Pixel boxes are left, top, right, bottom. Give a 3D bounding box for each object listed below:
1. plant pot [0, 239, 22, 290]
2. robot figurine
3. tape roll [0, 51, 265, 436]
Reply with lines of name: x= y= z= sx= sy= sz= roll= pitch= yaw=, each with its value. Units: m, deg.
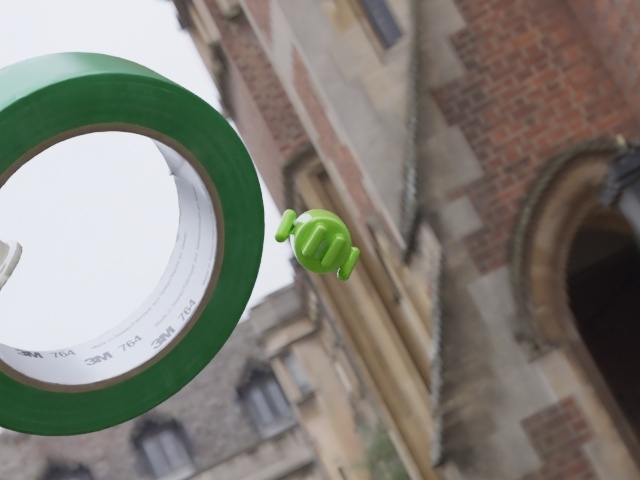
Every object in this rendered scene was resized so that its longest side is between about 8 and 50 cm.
plant pot: x=-0.594 y=0.021 z=1.765 sx=0.334 sy=0.305 sz=0.334 roll=-39 pitch=18 yaw=15
robot figurine: x=0.000 y=0.000 z=1.655 sx=0.067 sy=0.101 sz=0.115 roll=-61 pitch=9 yaw=5
tape roll: x=-0.203 y=0.005 z=1.216 sx=0.321 sy=0.077 sz=0.321 roll=-14 pitch=-63 yaw=-29
